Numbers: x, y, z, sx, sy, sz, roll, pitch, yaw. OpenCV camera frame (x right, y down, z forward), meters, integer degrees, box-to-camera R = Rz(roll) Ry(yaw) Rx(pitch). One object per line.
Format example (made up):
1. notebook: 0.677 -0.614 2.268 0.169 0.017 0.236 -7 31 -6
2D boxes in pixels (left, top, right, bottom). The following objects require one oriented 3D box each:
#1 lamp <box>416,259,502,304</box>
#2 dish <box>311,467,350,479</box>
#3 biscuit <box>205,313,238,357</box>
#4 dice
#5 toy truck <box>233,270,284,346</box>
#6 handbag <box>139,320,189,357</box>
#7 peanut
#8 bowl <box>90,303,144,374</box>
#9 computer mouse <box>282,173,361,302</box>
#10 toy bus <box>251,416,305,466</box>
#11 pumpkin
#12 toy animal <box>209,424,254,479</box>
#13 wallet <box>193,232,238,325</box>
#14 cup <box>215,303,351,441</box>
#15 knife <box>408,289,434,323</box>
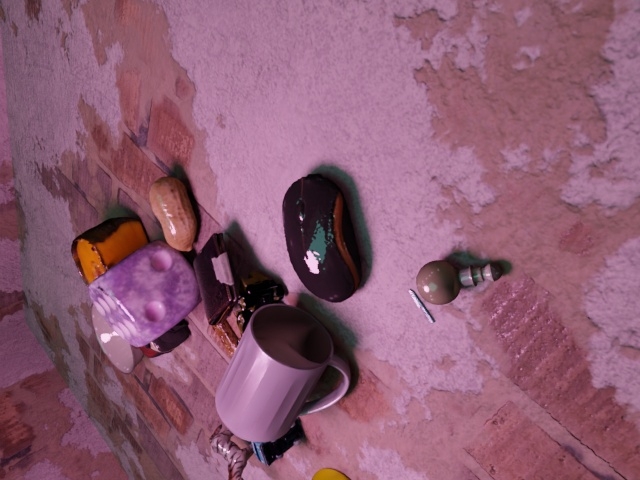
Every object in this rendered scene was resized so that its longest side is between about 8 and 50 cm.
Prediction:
1. lamp: 0.276 0.077 0.932 0.163 0.091 0.090 -13 98 30
2. dish: 0.043 0.848 1.439 0.262 0.108 0.221 56 135 10
3. biscuit: -0.330 0.313 1.610 0.199 0.034 0.064 55 135 11
4. dice: -0.584 0.176 1.583 0.270 0.271 0.270 55 142 -9
5. toy truck: -0.196 0.224 1.395 0.127 0.127 0.256 37 131 45
6. handbag: -0.634 0.316 1.791 0.181 0.181 0.254 -32 87 47
7. peanut: -0.469 -0.082 1.518 0.137 0.122 0.253 -3 110 55
8. bowl: -0.824 0.386 2.007 0.337 0.158 0.336 19 120 36
9. computer mouse: -0.003 0.002 1.129 0.183 0.116 0.323 -8 101 39
10. toy bus: -0.137 0.624 1.473 0.092 0.160 0.079 -11 100 46
11. pumpkin: -0.798 0.064 1.802 0.256 0.225 0.303 50 133 12
12. toy animal: -0.282 0.750 1.659 0.255 0.170 0.089 42 127 46
13. wallet: -0.320 0.124 1.428 0.262 0.072 0.220 -45 55 54
14. cup: -0.096 0.383 1.287 0.323 0.236 0.326 22 117 -7
15. knife: 0.225 0.147 1.053 0.014 0.005 0.091 -42 77 42
